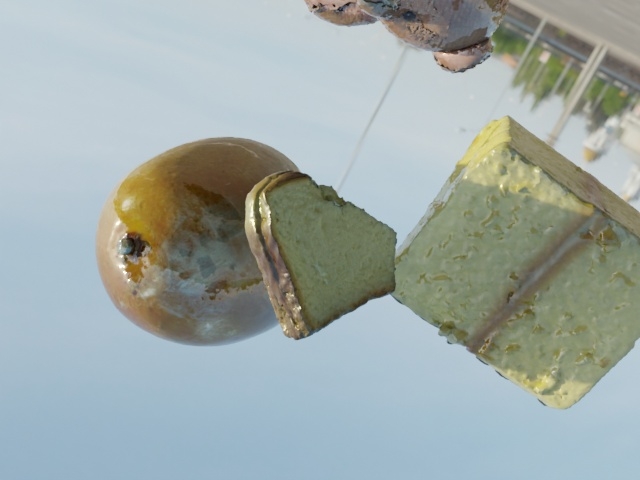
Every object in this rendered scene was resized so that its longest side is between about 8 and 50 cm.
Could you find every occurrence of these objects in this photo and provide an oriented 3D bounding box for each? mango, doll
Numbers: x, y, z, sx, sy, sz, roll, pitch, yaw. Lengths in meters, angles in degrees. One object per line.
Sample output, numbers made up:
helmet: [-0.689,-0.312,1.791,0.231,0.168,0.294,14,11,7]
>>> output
mango: [-0.098,-0.002,1.125,0.221,0.199,0.384,62,-160,8]
doll: [0.027,-0.267,0.914,0.303,0.201,0.156,21,-144,18]

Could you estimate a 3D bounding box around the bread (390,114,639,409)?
bread: [0.233,0.027,1.162,0.263,0.236,0.198,36,-158,2]

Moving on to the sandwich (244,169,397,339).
sandwich: [0.000,0.000,0.661,0.093,0.104,0.036,-31,-167,-28]
